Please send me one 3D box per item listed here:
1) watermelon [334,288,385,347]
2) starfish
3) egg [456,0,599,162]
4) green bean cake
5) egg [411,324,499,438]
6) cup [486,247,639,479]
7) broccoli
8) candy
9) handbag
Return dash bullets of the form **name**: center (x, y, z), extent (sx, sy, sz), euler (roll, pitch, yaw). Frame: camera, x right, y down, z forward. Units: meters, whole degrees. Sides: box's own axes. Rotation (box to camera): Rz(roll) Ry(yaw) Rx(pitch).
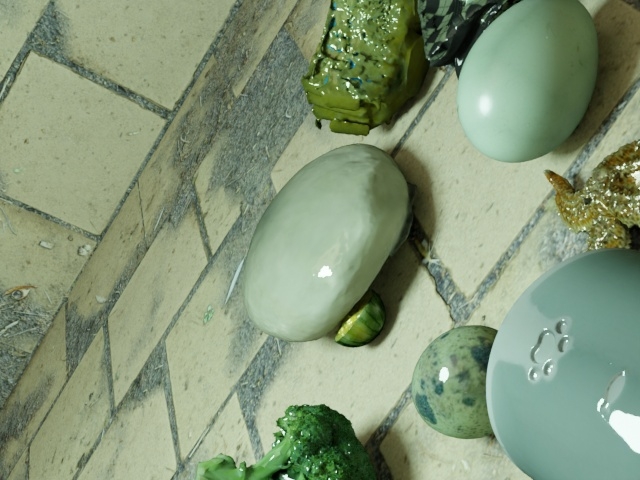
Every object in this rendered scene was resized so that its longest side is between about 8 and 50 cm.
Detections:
- **watermelon**: center (0.070, 0.134, 1.731), extent (0.105, 0.062, 0.105), euler (-50, 7, 8)
- **starfish**: center (0.381, -0.051, 1.268), extent (0.293, 0.084, 0.302), euler (-43, 27, 41)
- **egg**: center (0.295, -0.231, 1.496), extent (0.183, 0.183, 0.264), euler (-4, 56, 63)
- **green bean cake**: center (0.096, -0.366, 1.952), extent (0.285, 0.202, 0.310), euler (66, -139, -68)
- **egg**: center (0.187, 0.185, 1.364), extent (0.182, 0.141, 0.141), euler (-46, 29, 53)
- **cup**: center (0.367, 0.136, 0.962), extent (0.356, 0.259, 0.274), euler (-34, 24, -9)
- **broccoli**: center (-0.049, 0.361, 1.524), extent (0.270, 0.270, 0.270), euler (-178, 90, -78)
- **candy**: center (0.000, 0.000, 1.844), extent (0.386, 0.186, 0.427), euler (-56, 19, 3)
- **handbag**: center (0.311, -0.450, 1.652), extent (0.416, 0.180, 0.317), euler (-51, 12, 31)
